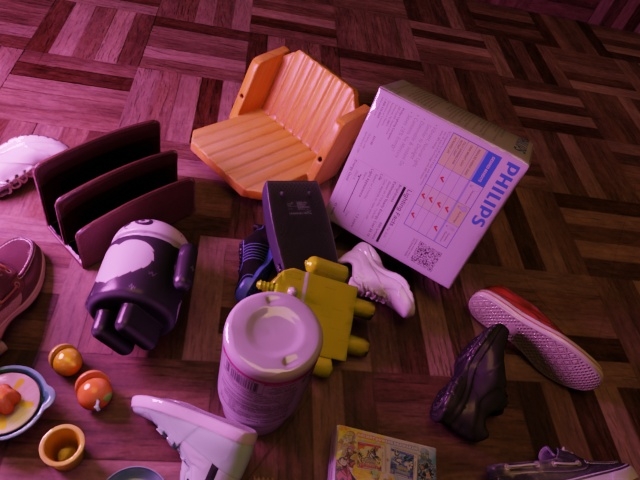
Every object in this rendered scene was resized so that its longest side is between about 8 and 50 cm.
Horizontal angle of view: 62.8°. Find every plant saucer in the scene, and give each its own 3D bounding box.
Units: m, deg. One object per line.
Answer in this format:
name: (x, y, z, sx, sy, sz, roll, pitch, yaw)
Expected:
plant saucer: (-0.312, 0.439, 0.869, 0.120, 0.021, 0.119, 8, 48, -9)

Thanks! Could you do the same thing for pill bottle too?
pill bottle: (-0.099, 0.230, 0.930, 0.161, 0.283, 0.160, 8, 49, -9)

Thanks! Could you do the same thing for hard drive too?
hard drive: (-0.049, -0.013, 1.219, 0.172, 0.054, 0.254, -6, 79, -42)

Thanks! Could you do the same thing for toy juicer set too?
toy juicer set: (-0.531, 0.254, 0.924, 0.329, 0.089, 0.209, 19, 48, 2)

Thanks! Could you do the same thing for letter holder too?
letter holder: (-0.448, -0.117, 1.179, 0.152, 0.214, 0.302, 41, 52, 20)

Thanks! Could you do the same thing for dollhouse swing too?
dollhouse swing: (-0.126, -0.326, 1.413, 0.347, 0.315, 0.305, 42, 32, 20)

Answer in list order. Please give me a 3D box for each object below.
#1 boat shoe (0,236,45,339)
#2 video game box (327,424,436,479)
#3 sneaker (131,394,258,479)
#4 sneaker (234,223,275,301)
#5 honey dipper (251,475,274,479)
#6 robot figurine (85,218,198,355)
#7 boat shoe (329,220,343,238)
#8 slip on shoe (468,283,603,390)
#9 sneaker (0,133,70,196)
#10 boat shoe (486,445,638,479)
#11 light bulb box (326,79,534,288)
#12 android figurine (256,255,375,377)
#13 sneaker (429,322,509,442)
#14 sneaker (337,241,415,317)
boat shoe: (-0.631, 0.088, 0.992, 0.124, 0.123, 0.342, 7, 38, -2)
video game box: (0.111, 0.450, 0.945, 0.205, 0.048, 0.187, 17, 50, -9)
sneaker: (-0.246, 0.364, 0.906, 0.256, 0.094, 0.151, 13, 75, 24)
sneaker: (-0.158, 0.050, 1.213, 0.091, 0.081, 0.232, 18, 43, 9)
honey dipper: (-0.043, 0.443, 0.935, 0.161, 0.030, 0.030, 11, 48, -10)
robot figurine: (-0.362, 0.084, 1.057, 0.209, 0.173, 0.278, 11, 49, -9)
boat shoe: (-0.001, -0.002, 1.322, 0.056, 0.048, 0.153, 47, 57, -8)
slip on shoe: (0.508, 0.215, 1.225, 0.331, 0.123, 0.101, 38, 47, 24)
sneaker: (-0.738, -0.164, 1.236, 0.297, 0.111, 0.129, -15, 71, -21)
boat shoe: (0.467, 0.452, 1.021, 0.302, 0.108, 0.102, -6, 53, -11)
light bulb box: (0.257, -0.144, 1.272, 0.361, 0.357, 0.225, 31, 31, 11)
android figurine: (-0.015, 0.157, 1.110, 0.273, 0.056, 0.248, 20, 69, -19)
sneaker: (0.347, 0.302, 1.124, 0.130, 0.109, 0.286, 36, 60, 8)
sneaker: (0.123, 0.110, 1.238, 0.115, 0.090, 0.232, -27, 52, -25)
